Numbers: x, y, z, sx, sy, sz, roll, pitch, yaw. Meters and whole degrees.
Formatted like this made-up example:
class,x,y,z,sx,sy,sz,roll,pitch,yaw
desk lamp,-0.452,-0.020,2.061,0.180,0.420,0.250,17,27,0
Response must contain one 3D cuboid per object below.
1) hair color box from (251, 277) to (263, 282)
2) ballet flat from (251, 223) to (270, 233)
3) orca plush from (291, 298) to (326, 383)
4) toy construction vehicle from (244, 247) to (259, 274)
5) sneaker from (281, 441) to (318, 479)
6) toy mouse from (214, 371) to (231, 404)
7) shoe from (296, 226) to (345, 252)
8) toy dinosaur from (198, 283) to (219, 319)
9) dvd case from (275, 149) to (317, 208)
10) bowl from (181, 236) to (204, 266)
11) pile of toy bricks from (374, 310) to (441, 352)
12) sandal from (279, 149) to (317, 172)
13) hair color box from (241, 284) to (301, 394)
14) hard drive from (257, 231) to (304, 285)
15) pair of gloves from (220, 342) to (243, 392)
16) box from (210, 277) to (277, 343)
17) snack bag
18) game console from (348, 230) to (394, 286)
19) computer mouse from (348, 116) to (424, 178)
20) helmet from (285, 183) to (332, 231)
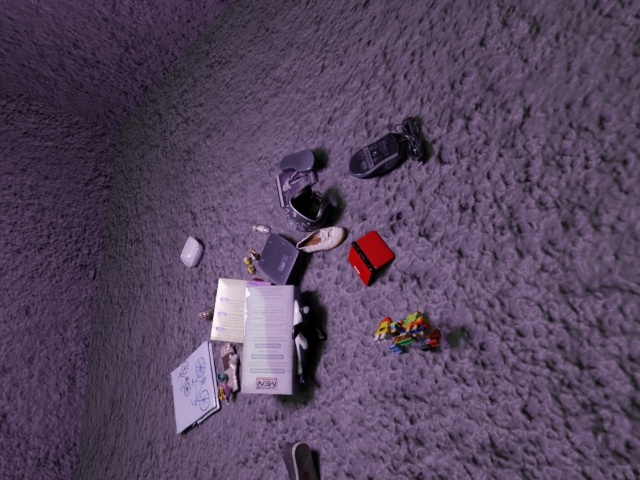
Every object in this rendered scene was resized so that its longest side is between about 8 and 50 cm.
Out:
class,x,y,z,sx,sy,sz,roll,pitch,yaw
hair color box,-0.288,0.234,1.928,0.141,0.043,0.072,-56,45,18
ballet flat,-0.269,-0.051,2.010,0.114,0.041,0.041,11,84,47
orca plush,-0.035,0.349,1.584,0.102,0.151,0.287,-3,68,13
toy construction vehicle,-0.299,0.092,2.003,0.098,0.035,0.086,48,123,46
sneaker,-0.068,0.779,1.500,0.118,0.083,0.222,-33,59,58
toy mouse,-0.399,0.599,1.886,0.161,0.031,0.143,41,128,50
shoe,0.000,0.000,1.694,0.219,0.058,0.077,-23,61,40
toy dinosaur,-0.471,0.273,2.100,0.268,0.064,0.118,-34,61,32
dvd case,-0.105,-0.256,1.924,0.221,0.018,0.165,-34,55,33
bowl,-0.663,0.064,2.375,0.142,0.053,0.142,32,99,47
pile of toy bricks,0.262,0.251,1.319,0.212,0.118,0.105,-36,23,53
sandal,-0.083,-0.321,1.881,0.254,0.054,0.097,17,82,56
hair color box,-0.173,0.354,1.637,0.185,0.113,0.375,-2,76,10
hard drive,-0.159,0.078,1.825,0.254,0.054,0.172,31,99,54
pair of gloves,-0.339,0.501,1.888,0.240,0.042,0.204,-46,54,35
box,-0.297,0.283,1.792,0.213,0.117,0.243,3,78,9
snack bag,-0.582,0.684,2.089,0.342,0.037,0.323,-42,49,28
game console,0.168,0.060,1.532,0.144,0.085,0.124,-122,31,-41
computer mouse,0.225,-0.286,1.557,0.272,0.072,0.189,-24,57,25
helmet,-0.050,-0.109,1.699,0.161,0.169,0.169,-48,43,-6
